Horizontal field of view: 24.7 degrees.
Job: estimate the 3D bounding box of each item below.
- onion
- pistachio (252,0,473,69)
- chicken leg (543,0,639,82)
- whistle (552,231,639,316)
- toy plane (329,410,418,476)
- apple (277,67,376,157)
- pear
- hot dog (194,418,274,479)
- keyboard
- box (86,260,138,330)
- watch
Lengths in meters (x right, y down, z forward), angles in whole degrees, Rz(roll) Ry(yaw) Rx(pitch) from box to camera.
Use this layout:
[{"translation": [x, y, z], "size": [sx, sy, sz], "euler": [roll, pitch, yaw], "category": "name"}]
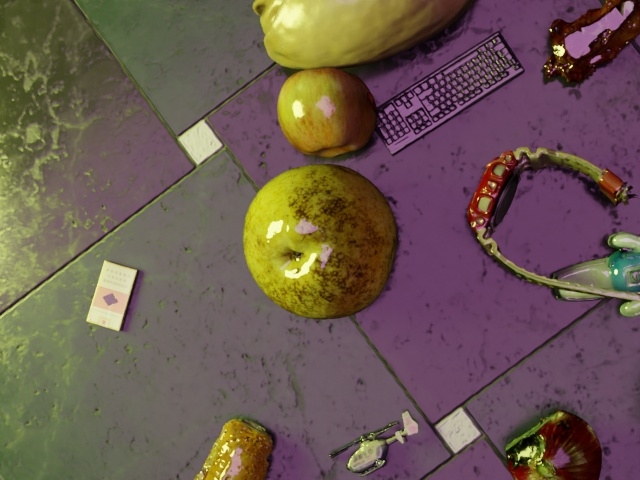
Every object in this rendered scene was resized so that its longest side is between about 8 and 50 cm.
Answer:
[{"translation": [0.294, 0.272, 1.809], "size": [0.118, 0.118, 0.117], "euler": [47, 125, 4], "category": "onion"}, {"translation": [0.063, -0.306, 1.814], "size": [0.293, 0.181, 0.162], "euler": [-21, 50, 1], "category": "pistachio"}, {"translation": [0.363, -0.282, 1.842], "size": [0.219, 0.048, 0.089], "euler": [-44, 89, 2], "category": "chicken leg"}, {"translation": [0.409, 0.037, 1.821], "size": [0.236, 0.077, 0.114], "euler": [-11, 101, 10], "category": "whistle"}, {"translation": [0.073, 0.265, 1.861], "size": [0.121, 0.031, 0.049], "euler": [-28, 78, 6], "category": "toy plane"}, {"translation": [0.005, -0.159, 1.827], "size": [0.126, 0.126, 0.102], "euler": [-1, 81, 4], "category": "apple"}, {"translation": [0.000, 0.000, 1.796], "size": [0.197, 0.197, 0.197], "euler": [0, 89, 4], "category": "pear"}, {"translation": [-0.143, 0.366, 1.857], "size": [0.083, 0.068, 0.289], "euler": [24, 89, -2], "category": "hot dog"}, {"translation": [0.161, -0.189, 1.874], "size": [0.202, 0.011, 0.067], "euler": [-32, 86, 3], "category": "keyboard"}, {"translation": [-0.271, 0.072, 1.900], "size": [0.046, 0.012, 0.083], "euler": [16, 90, 4], "category": "box"}, {"translation": [0.315, -0.018, 1.789], "size": [0.268, 0.102, 0.165], "euler": [14, 81, 16], "category": "watch"}]
